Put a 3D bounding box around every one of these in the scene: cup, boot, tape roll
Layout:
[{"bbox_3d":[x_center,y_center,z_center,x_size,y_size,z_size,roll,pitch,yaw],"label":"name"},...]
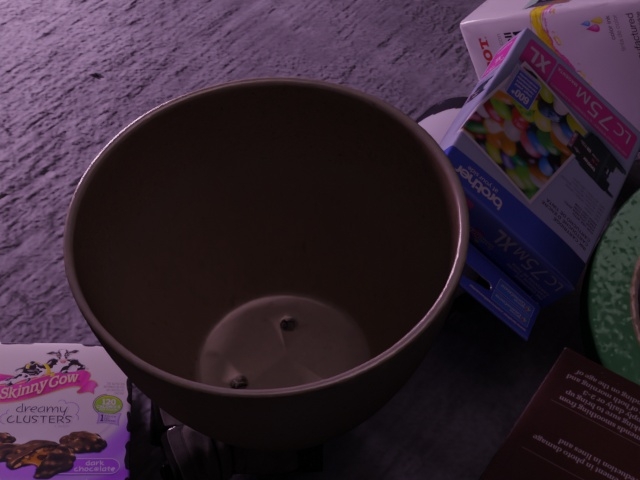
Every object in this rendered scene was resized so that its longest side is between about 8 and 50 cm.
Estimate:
[{"bbox_3d":[-0.041,0.054,1.169,0.331,0.237,0.331,-1,53,2],"label":"cup"},{"bbox_3d":[-0.093,0.134,1.299,0.161,0.083,0.246,-6,45,-8],"label":"boot"},{"bbox_3d":[0.427,0.072,1.334,0.321,0.077,0.321,-1,76,5],"label":"tape roll"}]

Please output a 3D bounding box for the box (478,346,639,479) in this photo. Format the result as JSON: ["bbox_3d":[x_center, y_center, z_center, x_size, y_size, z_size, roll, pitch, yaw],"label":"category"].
[{"bbox_3d":[0.206,0.289,1.150,0.191,0.143,0.381,28,45,17],"label":"box"}]

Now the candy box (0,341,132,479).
[{"bbox_3d":[-0.257,0.188,1.218,0.165,0.070,0.196,1,45,-8],"label":"candy box"}]

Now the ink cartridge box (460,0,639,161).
[{"bbox_3d":[0.325,-0.200,1.536,0.278,0.201,0.117,1,32,45],"label":"ink cartridge box"}]

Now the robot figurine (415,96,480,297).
[{"bbox_3d":[0.141,-0.051,1.452,0.209,0.173,0.278,-15,23,46],"label":"robot figurine"}]

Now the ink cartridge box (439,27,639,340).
[{"bbox_3d":[0.211,-0.065,1.359,0.186,0.065,0.311,41,52,-8],"label":"ink cartridge box"}]
